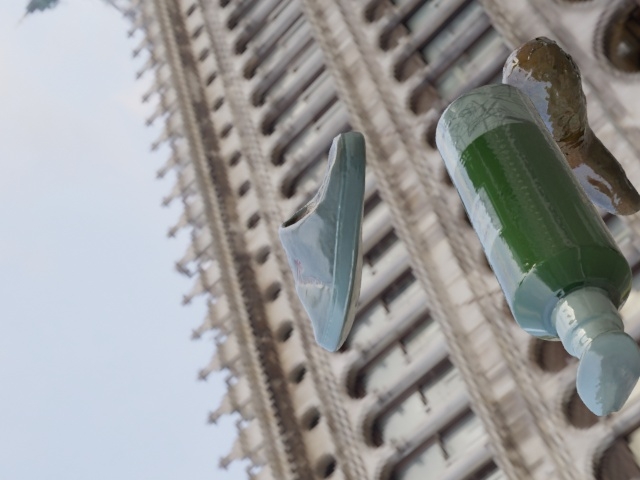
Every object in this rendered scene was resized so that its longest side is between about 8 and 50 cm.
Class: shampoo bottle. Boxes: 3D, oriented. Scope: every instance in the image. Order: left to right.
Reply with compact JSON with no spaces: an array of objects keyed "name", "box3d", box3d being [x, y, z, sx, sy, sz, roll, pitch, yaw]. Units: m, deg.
[{"name":"shampoo bottle","box3d":[0.112,-0.003,0.577,0.065,0.065,0.204,33,-155,-31]}]

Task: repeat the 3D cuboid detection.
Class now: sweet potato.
[{"name":"sweet potato","box3d":[0.220,-0.098,1.013,0.233,0.062,0.081,47,179,-43]}]

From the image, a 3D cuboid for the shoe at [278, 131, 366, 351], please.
[{"name":"shoe","box3d":[0.000,0.000,1.265,0.100,0.251,0.103,7,-170,5]}]
